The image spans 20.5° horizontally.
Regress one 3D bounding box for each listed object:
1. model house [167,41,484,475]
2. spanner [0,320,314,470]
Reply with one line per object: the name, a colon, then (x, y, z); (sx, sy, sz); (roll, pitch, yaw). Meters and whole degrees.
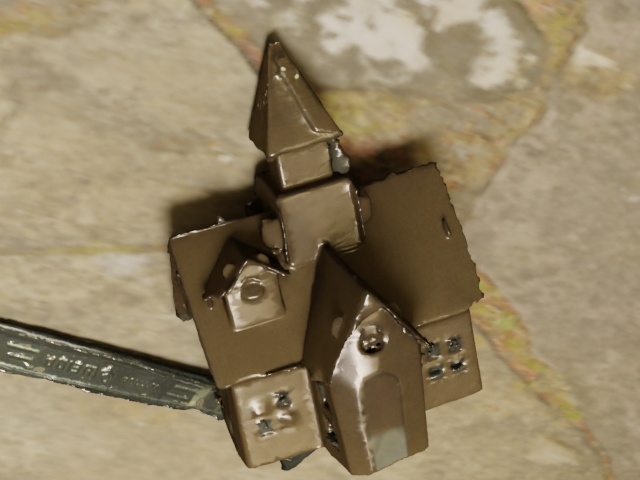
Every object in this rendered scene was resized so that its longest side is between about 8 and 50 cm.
model house: (0.000, 0.000, 1.088); (0.180, 0.176, 0.248); (-18, 113, -11)
spanner: (-0.088, 0.099, 1.200); (0.325, 0.026, 0.093); (17, 117, -29)
